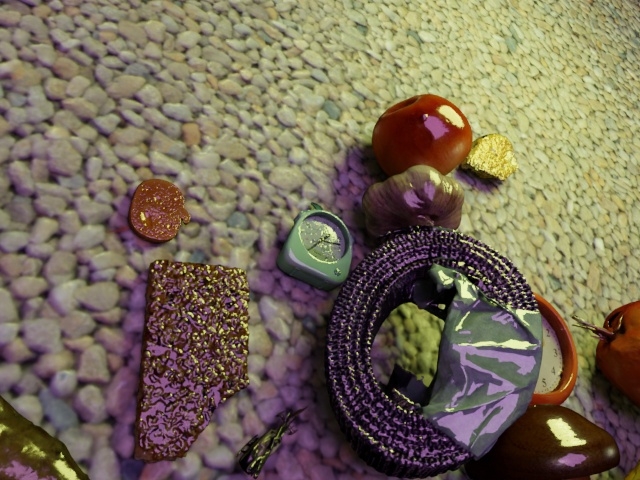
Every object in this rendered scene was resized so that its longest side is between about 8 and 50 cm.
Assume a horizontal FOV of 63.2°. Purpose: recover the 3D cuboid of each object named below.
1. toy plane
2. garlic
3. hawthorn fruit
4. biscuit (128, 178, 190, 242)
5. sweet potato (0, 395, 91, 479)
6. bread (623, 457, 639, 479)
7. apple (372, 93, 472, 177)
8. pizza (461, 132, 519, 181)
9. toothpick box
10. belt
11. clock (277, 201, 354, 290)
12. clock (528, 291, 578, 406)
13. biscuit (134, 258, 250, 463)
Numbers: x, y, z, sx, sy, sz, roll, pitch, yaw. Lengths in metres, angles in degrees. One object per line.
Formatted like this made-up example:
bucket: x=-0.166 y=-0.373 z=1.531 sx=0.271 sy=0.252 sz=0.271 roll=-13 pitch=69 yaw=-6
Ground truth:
toy plane: x=-0.058 y=0.235 z=0.610 sx=0.031 sy=0.049 sz=0.120 roll=51 pitch=37 yaw=3
garlic: x=0.143 y=-0.042 z=0.796 sx=0.159 sy=0.147 sz=0.102 roll=-1 pitch=43 yaw=-12
hawthorn fruit: x=0.569 y=0.189 z=0.880 sx=0.299 sy=0.211 sz=0.211 roll=23 pitch=56 yaw=-2
biscuit: x=-0.211 y=-0.038 z=0.686 sx=0.078 sy=0.015 sz=0.091 roll=19 pitch=59 yaw=-21
sweet potato: x=-0.380 y=0.159 z=0.434 sx=0.422 sy=0.130 sz=0.131 roll=27 pitch=56 yaw=-20
bread: x=0.527 y=0.414 z=0.655 sx=0.204 sy=0.337 sz=0.358 roll=31 pitch=47 yaw=-1
apple: x=0.165 y=-0.169 z=0.863 sx=0.139 sy=0.163 sz=0.163 roll=52 pitch=53 yaw=-11
pizza: x=0.334 y=-0.159 z=1.022 sx=0.160 sy=0.036 sz=0.099 roll=-38 pitch=86 yaw=-35
toothpick box: x=0.293 y=0.361 z=0.654 sx=0.192 sy=0.192 sz=0.295 roll=1 pitch=72 yaw=-27
belt: x=0.139 y=0.135 z=0.670 sx=0.260 sy=0.122 sz=0.325 roll=19 pitch=59 yaw=14
clock: x=0.000 y=0.000 z=0.762 sx=0.101 sy=0.041 sz=0.135 roll=27 pitch=55 yaw=-13
clock: x=0.328 y=0.171 z=0.842 sx=0.205 sy=0.051 sz=0.205 roll=11 pitch=61 yaw=-21
biscuit: x=-0.148 y=0.137 z=0.624 sx=0.131 sy=0.026 sz=0.237 roll=7 pitch=62 yaw=-23
